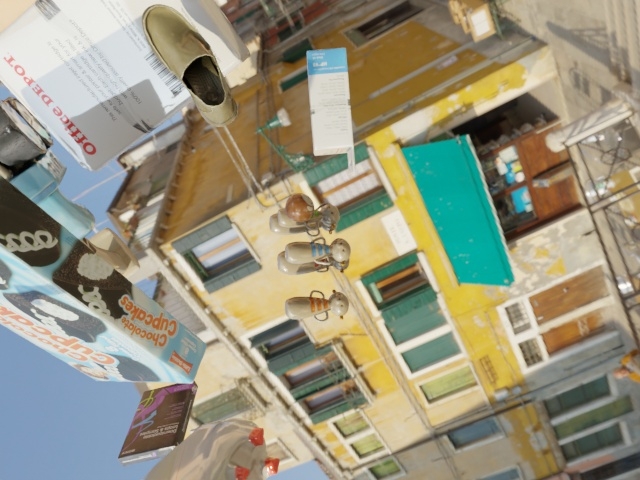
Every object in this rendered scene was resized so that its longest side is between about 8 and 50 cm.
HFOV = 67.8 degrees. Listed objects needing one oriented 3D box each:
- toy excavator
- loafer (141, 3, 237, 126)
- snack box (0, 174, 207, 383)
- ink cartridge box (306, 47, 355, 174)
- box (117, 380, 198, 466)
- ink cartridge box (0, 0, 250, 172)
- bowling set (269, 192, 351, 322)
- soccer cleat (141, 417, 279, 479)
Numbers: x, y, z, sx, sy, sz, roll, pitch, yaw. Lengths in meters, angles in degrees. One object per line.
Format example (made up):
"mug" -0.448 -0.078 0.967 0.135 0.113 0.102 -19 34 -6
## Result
"toy excavator" -0.529 -0.029 0.931 0.445 0.222 0.433 58 169 -26
"loafer" -0.138 -0.195 0.517 0.148 0.056 0.050 53 168 -8
"snack box" -0.301 0.068 0.543 0.322 0.187 0.060 55 -141 -40
"ink cartridge box" 0.015 -0.192 0.741 0.104 0.060 0.180 -100 5 -85
"box" -0.310 0.349 0.924 0.162 0.116 0.029 -94 -14 -60
"ink cartridge box" -0.266 -0.255 0.650 0.198 0.273 0.114 53 -166 -22
"bowling set" 0.000 0.000 0.933 0.199 0.154 0.287 109 154 -51
"soccer cleat" -0.093 0.181 0.272 0.196 0.076 0.068 -47 -59 -60
